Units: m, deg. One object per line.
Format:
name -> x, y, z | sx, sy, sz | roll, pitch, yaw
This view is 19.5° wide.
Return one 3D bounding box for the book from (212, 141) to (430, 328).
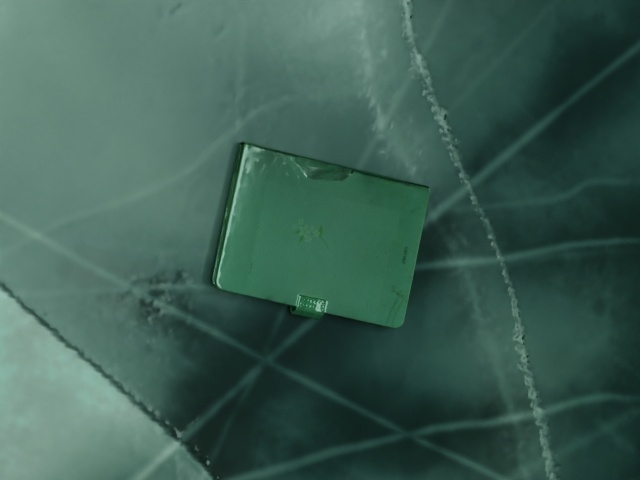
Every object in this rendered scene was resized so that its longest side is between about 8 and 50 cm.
book -> 0.000, 0.000, 1.220 | 0.135, 0.017, 0.103 | 13, 85, -21
